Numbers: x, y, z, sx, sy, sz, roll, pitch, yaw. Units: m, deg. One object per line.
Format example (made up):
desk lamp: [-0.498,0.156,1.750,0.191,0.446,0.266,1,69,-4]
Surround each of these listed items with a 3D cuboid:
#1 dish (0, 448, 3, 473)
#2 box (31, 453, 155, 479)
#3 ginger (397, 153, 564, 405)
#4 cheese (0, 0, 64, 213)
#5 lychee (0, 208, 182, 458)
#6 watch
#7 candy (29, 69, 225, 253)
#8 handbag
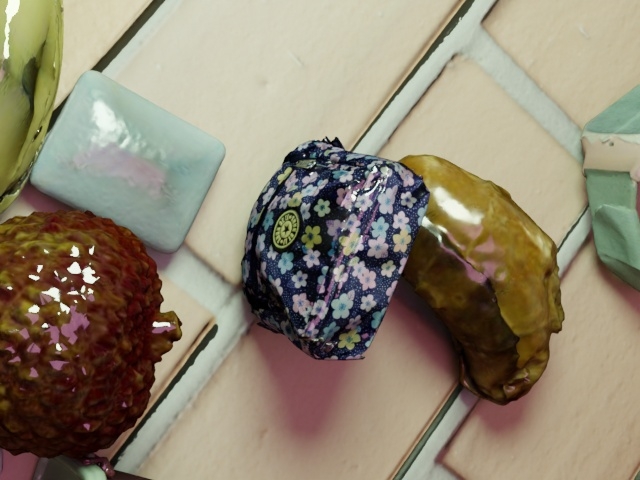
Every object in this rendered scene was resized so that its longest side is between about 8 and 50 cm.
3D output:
dish: [-0.423,0.268,1.030,0.228,0.086,0.236,39,76,-17]
box: [-0.213,0.360,1.067,0.168,0.193,0.293,20,82,-29]
ginger: [0.180,0.042,1.233,0.321,0.172,0.165,60,33,-10]
cheese: [-0.372,-0.158,1.038,0.260,0.128,0.315,-6,90,-11]
lychee: [-0.266,0.087,1.022,0.272,0.236,0.235,-5,92,4]
watch: [0.448,-0.061,1.353,0.253,0.162,0.241,-35,110,-18]
candy: [-0.197,-0.080,1.130,0.174,0.071,0.138,29,79,-20]
handbag: [0.000,0.000,1.141,0.127,0.208,0.228,22,88,-35]
